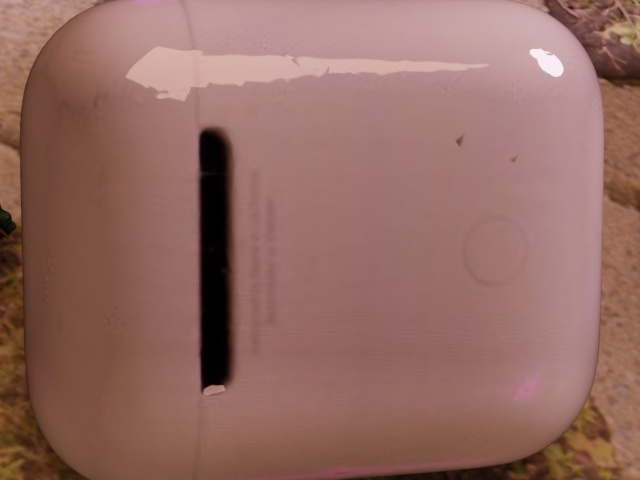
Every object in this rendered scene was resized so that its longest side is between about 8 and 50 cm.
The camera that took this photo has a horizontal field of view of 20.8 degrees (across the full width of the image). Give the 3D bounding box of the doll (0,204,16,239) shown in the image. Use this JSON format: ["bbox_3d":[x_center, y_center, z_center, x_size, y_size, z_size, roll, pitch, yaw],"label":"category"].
[{"bbox_3d":[-0.242,0.002,1.072,0.078,0.077,0.113,32,54,0],"label":"doll"}]

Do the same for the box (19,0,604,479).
[{"bbox_3d":[0.000,0.000,1.027,0.349,0.141,0.289,-2,99,-15],"label":"box"}]
